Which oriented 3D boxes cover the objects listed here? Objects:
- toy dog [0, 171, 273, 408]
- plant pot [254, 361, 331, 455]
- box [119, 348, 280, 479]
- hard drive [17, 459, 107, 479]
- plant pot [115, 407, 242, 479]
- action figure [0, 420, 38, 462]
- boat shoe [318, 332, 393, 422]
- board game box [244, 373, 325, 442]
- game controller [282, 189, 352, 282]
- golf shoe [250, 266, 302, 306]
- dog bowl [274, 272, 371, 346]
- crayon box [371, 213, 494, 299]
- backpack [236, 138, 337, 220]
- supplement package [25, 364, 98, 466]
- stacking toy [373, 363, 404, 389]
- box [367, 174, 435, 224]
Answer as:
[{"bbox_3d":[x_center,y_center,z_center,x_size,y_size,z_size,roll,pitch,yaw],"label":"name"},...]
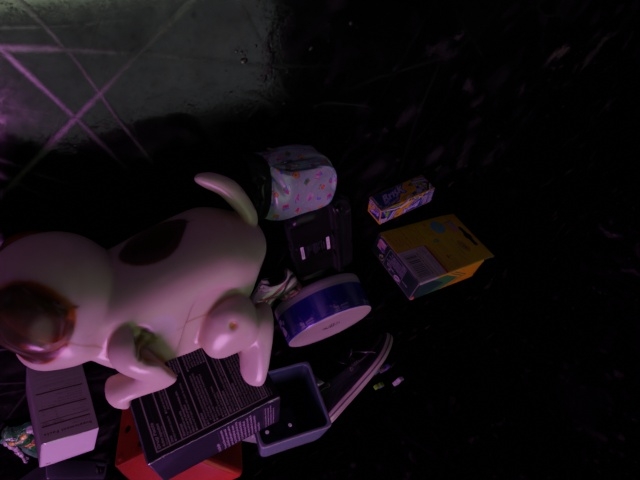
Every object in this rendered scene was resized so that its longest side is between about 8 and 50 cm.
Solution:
[{"bbox_3d":[-0.296,0.091,0.735,0.407,0.285,0.396,-4,131,-30],"label":"toy dog"},{"bbox_3d":[-0.134,0.624,1.616,0.247,0.247,0.252,-9,140,-21],"label":"plant pot"},{"bbox_3d":[-0.290,0.341,1.080,0.293,0.296,0.183,-20,146,-21],"label":"box"},{"bbox_3d":[-0.780,0.725,1.358,0.172,0.054,0.255,-34,149,-2],"label":"hard drive"},{"bbox_3d":[-0.397,0.528,1.251,0.267,0.267,0.236,-30,133,15],"label":"plant pot"},{"bbox_3d":[-0.701,0.496,1.122,0.137,0.063,0.232,-32,148,-10],"label":"action figure"},{"bbox_3d":[0.120,0.525,1.832,0.500,0.156,0.187,-39,165,-32],"label":"boat shoe"},{"bbox_3d":[-0.148,0.705,1.917,0.390,0.050,0.390,-37,149,-4],"label":"board game box"},{"bbox_3d":[0.000,0.000,1.139,0.166,0.067,0.319,-15,145,-5],"label":"game controller"},{"bbox_3d":[-0.145,0.135,1.176,0.186,0.067,0.086,-32,120,-2],"label":"golf shoe"},{"bbox_3d":[0.009,0.203,1.308,0.264,0.104,0.265,-22,158,-9],"label":"dog bowl"},{"bbox_3d":[0.338,0.038,1.360,0.318,0.202,0.081,-14,143,-30],"label":"crayon box"},{"bbox_3d":[-0.062,-0.111,0.864,0.182,0.115,0.152,-18,142,-31],"label":"backpack"},{"bbox_3d":[-0.549,0.356,0.962,0.105,0.179,0.105,-6,138,-39],"label":"supplement package"},{"bbox_3d":[0.265,0.589,2.064,0.221,0.167,0.052,6,130,-48],"label":"stacking toy"},{"bbox_3d":[0.208,-0.107,1.178,0.168,0.059,0.054,-24,146,-19],"label":"box"}]
